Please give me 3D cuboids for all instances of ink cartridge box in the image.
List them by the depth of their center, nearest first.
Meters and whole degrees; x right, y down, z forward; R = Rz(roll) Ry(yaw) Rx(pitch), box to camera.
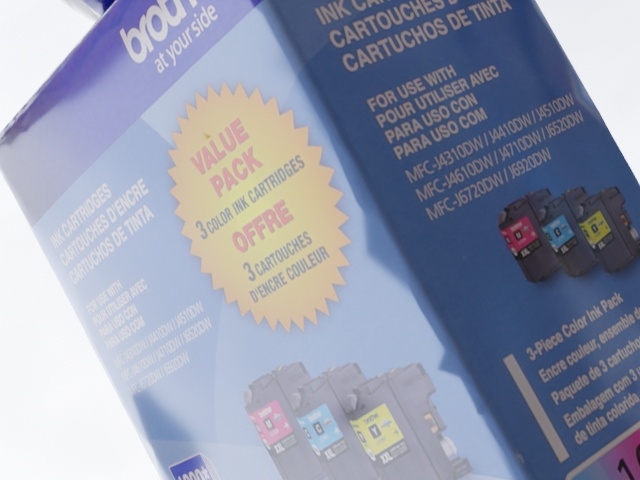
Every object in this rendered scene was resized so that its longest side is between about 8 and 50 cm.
[{"bbox_3d":[0.000,0.000,0.632,0.151,0.270,0.395,-24,-96,-39],"label":"ink cartridge box"}]

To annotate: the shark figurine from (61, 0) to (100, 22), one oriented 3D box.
[{"bbox_3d":[-0.177,-0.251,0.904,0.166,0.116,0.278,-2,-106,-8],"label":"shark figurine"}]
